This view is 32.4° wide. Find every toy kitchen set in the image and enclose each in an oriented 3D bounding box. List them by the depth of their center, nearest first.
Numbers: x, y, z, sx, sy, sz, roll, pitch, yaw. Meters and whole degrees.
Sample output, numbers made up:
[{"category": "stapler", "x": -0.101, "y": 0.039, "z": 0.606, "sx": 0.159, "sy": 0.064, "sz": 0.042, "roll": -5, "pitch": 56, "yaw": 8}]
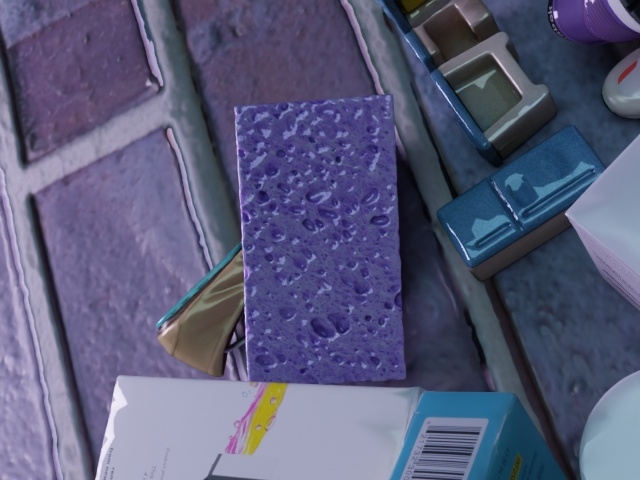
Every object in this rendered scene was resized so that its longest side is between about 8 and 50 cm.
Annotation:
[{"category": "toy kitchen set", "x": 0.093, "y": -0.104, "z": 0.786, "sx": 0.122, "sy": 0.166, "sz": 0.207, "roll": -34, "pitch": 63, "yaw": 9}]

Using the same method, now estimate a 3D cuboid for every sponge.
[{"category": "sponge", "x": 0.000, "y": 0.000, "z": 0.810, "sx": 0.117, "sy": 0.031, "sz": 0.210, "roll": -3, "pitch": 92, "yaw": 0}]

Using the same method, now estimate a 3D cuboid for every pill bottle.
[{"category": "pill bottle", "x": 0.215, "y": 0.138, "z": 0.627, "sx": 0.119, "sy": 0.208, "sz": 0.119, "roll": -8, "pitch": 70, "yaw": 21}]

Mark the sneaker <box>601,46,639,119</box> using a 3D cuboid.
[{"category": "sneaker", "x": 0.271, "y": -0.141, "z": 0.773, "sx": 0.161, "sy": 0.075, "sz": 0.057, "roll": -21, "pitch": 66, "yaw": 16}]

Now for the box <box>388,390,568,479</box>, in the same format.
[{"category": "box", "x": 0.116, "y": 0.198, "z": 0.618, "sx": 0.060, "sy": 0.244, "sz": 0.100, "roll": -5, "pitch": 43, "yaw": 38}]

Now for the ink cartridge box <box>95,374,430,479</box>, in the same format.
[{"category": "ink cartridge box", "x": -0.007, "y": 0.185, "z": 0.706, "sx": 0.233, "sy": 0.171, "sz": 0.168, "roll": -3, "pitch": 71, "yaw": 35}]

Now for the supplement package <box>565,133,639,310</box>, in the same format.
[{"category": "supplement package", "x": 0.322, "y": -0.028, "z": 0.673, "sx": 0.262, "sy": 0.145, "sz": 0.204, "roll": -46, "pitch": 61, "yaw": 3}]

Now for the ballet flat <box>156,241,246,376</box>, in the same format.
[{"category": "ballet flat", "x": -0.032, "y": 0.010, "z": 0.868, "sx": 0.073, "sy": 0.080, "sz": 0.232, "roll": 41, "pitch": 95, "yaw": 1}]

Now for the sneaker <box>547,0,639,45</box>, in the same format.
[{"category": "sneaker", "x": 0.272, "y": -0.242, "z": 0.791, "sx": 0.283, "sy": 0.124, "sz": 0.107, "roll": -38, "pitch": 101, "yaw": -17}]
